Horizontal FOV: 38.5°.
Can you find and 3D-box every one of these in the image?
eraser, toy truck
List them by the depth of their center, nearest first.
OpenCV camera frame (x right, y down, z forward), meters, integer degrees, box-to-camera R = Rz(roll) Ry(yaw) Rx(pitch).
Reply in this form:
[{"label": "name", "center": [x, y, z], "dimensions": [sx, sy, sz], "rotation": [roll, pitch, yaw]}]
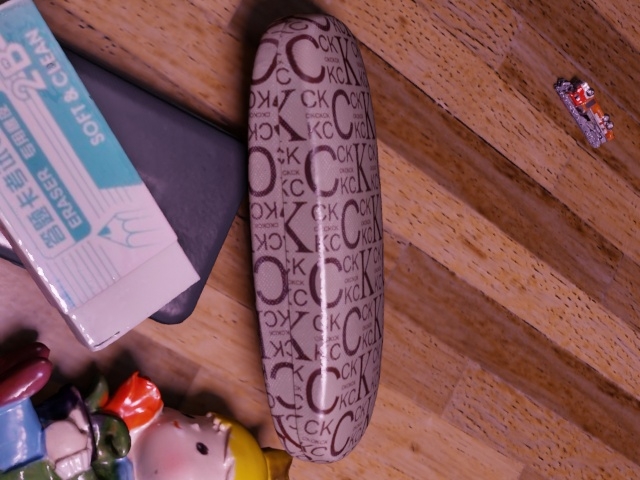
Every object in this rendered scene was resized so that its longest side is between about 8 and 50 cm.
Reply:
[{"label": "eraser", "center": [-0.179, -0.043, 0.618], "dimensions": [0.095, 0.052, 0.225], "rotation": [-36, 111, -21]}, {"label": "toy truck", "center": [0.267, -0.132, 0.924], "dimensions": [0.032, 0.024, 0.083], "rotation": [-34, 116, 10]}]

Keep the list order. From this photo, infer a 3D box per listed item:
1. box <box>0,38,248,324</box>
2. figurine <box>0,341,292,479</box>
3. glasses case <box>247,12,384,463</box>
[{"label": "box", "center": [-0.171, -0.046, 0.680], "dimensions": [0.230, 0.050, 0.160], "rotation": [27, 83, -28]}, {"label": "figurine", "center": [-0.133, 0.158, 0.692], "dimensions": [0.234, 0.127, 0.185], "rotation": [-7, 91, -17]}, {"label": "glasses case", "center": [0.000, 0.000, 0.734], "dimensions": [0.137, 0.085, 0.355], "rotation": [-21, 110, -65]}]
